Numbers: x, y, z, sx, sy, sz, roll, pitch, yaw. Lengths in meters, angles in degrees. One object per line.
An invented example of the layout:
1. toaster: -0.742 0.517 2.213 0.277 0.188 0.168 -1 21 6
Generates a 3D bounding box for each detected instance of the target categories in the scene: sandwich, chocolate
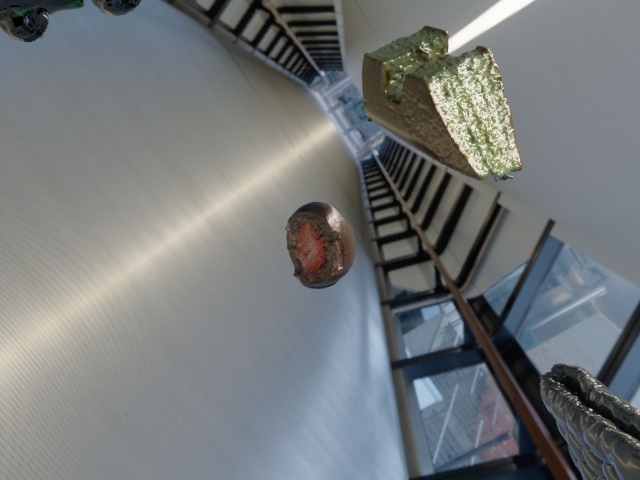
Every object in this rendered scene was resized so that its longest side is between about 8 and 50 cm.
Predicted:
1. sandwich: 0.162 -0.178 0.675 0.235 0.122 0.128 46 -28 42
2. chocolate: 0.000 0.000 0.859 0.127 0.124 0.133 -78 179 -52

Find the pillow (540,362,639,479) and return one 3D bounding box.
1. pillow: 0.403 0.305 0.664 0.326 0.101 0.228 -10 75 -88

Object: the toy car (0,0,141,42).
1. toy car: -0.379 -0.434 0.723 0.213 0.359 0.176 56 22 -69
